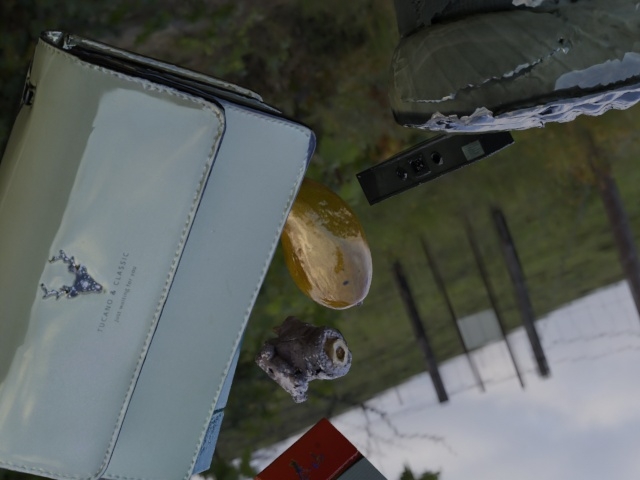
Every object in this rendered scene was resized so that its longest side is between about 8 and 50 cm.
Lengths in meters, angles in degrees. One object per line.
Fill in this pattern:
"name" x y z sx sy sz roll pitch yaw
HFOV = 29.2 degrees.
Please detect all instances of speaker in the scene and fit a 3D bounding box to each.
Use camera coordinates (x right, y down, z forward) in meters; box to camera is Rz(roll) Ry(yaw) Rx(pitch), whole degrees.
"speaker" 0.114 -0.083 1.268 0.046 0.040 0.191 -29 -175 -37

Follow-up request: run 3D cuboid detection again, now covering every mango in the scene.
"mango" 0.000 0.000 1.377 0.098 0.190 0.075 -27 -157 8

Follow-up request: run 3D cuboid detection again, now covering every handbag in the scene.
"handbag" -0.181 0.021 1.061 0.237 0.358 0.160 15 -166 -26

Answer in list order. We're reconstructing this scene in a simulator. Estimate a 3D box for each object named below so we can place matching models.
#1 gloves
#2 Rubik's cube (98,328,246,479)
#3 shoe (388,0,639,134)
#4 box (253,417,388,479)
"gloves" -0.027 0.168 1.748 0.144 0.110 0.094 -38 -172 44
"Rubik's cube" -0.250 0.168 1.523 0.221 0.231 0.225 17 -174 18
"shoe" 0.177 -0.157 0.513 0.336 0.171 0.132 -13 178 18
"box" 0.045 0.345 1.516 0.139 0.245 0.035 -35 164 -38
